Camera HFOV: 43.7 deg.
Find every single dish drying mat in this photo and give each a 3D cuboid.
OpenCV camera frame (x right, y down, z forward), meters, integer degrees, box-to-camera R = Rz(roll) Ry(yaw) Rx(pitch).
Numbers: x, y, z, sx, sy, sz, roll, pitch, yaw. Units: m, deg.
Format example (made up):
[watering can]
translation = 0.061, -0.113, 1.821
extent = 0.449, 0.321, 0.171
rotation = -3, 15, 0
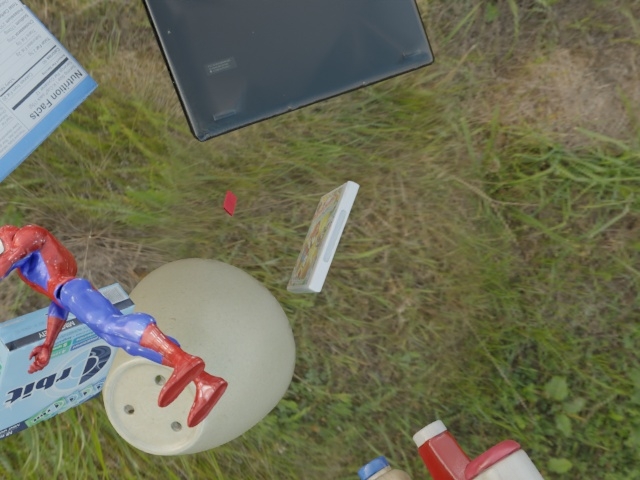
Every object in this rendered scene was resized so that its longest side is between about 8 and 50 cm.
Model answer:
[dish drying mat]
translation = -0.218, -0.089, 1.917
extent = 0.008, 0.083, 0.032
rotation = -32, 116, 21

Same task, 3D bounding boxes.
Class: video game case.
[video game case]
translation = 0.000, 0.000, 1.507
extent = 0.026, 0.227, 0.206
rotation = 22, 81, -10

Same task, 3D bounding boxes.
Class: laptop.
[laptop]
translation = -0.111, -0.365, 1.102
extent = 0.382, 0.236, 0.408
rotation = -24, 98, -27

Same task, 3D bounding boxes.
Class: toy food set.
[toy food set]
translation = 0.066, 0.176, 0.529
extent = 0.111, 0.232, 0.104
rotation = -21, 66, -27

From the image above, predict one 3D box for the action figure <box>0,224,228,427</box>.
[action figure]
translation = -0.228, 0.084, 0.696
extent = 0.280, 0.091, 0.139
rotation = 36, 74, 30

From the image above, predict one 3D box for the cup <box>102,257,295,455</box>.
[cup]
translation = -0.228, 0.221, 1.329
extent = 0.331, 0.237, 0.331
rotation = 4, 107, 11

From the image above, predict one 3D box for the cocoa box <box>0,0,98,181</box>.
[cocoa box]
translation = -0.501, -0.187, 1.056
extent = 0.228, 0.347, 0.231
rotation = 49, 62, -24

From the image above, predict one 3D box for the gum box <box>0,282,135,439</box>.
[gum box]
translation = -0.310, 0.143, 0.919
extent = 0.157, 0.184, 0.041
rotation = -21, 60, -45
